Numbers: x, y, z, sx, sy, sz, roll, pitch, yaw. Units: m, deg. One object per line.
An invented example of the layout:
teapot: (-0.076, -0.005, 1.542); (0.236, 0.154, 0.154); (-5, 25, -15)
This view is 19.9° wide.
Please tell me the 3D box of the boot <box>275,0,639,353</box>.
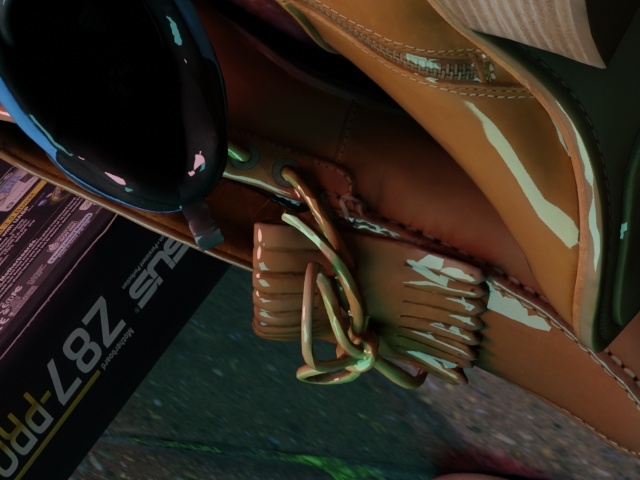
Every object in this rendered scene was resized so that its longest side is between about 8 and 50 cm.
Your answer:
boot: (0.038, -0.078, 0.728); (0.220, 0.109, 0.283); (25, 162, 30)

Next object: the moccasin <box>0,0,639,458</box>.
moccasin: (0.000, -0.001, 0.865); (0.380, 0.147, 0.139); (32, 156, 5)

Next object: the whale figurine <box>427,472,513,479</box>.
whale figurine: (0.154, 0.268, 1.188); (0.272, 0.141, 0.216); (31, 156, 6)

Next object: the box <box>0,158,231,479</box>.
box: (-0.267, 0.109, 1.108); (0.318, 0.395, 0.097); (3, 140, 49)

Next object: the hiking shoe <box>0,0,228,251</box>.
hiking shoe: (-0.122, -0.140, 0.714); (0.304, 0.113, 0.132); (53, 175, -20)
